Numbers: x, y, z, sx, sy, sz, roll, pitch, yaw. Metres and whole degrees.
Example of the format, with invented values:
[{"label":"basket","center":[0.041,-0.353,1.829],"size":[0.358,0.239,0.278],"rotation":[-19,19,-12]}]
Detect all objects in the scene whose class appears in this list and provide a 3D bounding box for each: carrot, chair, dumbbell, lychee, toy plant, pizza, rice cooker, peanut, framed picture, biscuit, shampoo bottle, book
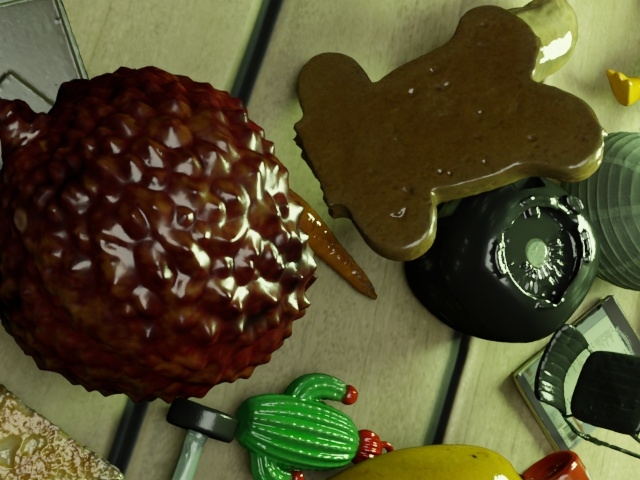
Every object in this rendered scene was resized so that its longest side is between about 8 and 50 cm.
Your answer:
[{"label":"carrot","center":[0.000,0.000,1.777],"size":[0.257,0.061,0.061],"rotation":[40,72,-16]},{"label":"chair","center":[0.431,0.224,1.808],"size":[0.221,0.145,0.140],"rotation":[37,70,-49]},{"label":"dumbbell","center":[-0.186,0.317,1.645],"size":[0.100,0.100,0.191],"rotation":[22,77,-18]},{"label":"lychee","center":[-0.228,-0.020,1.487],"size":[0.500,0.425,0.424],"rotation":[42,70,-33]},{"label":"toy plant","center":[-0.008,0.267,1.728],"size":[0.240,0.088,0.154],"rotation":[-10,89,-27]},{"label":"pizza","center":[-0.377,0.355,1.573],"size":[0.223,0.089,0.323],"rotation":[10,83,-15]},{"label":"rice cooker","center":[0.273,0.021,1.792],"size":[0.267,0.224,0.267],"rotation":[3,82,-22]},{"label":"peanut","center":[0.315,-0.305,1.896],"size":[0.224,0.129,0.129],"rotation":[-35,98,-28]},{"label":"framed picture","center":[-0.415,-0.189,1.652],"size":[0.213,0.016,0.289],"rotation":[-19,92,-23]},{"label":"biscuit","center":[0.165,-0.165,1.739],"size":[0.394,0.076,0.368],"rotation":[-25,59,-5]},{"label":"shampoo bottle","center":[0.419,0.465,1.868],"size":[0.104,0.104,0.278],"rotation":[-34,97,-21]},{"label":"book","center":[0.426,0.215,1.943],"size":[0.231,0.026,0.157],"rotation":[-36,101,-20]}]

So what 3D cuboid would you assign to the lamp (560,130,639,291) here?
[{"label":"lamp","center":[0.496,-0.041,1.886],"size":[0.233,0.233,0.265],"rotation":[-14,95,-22]}]

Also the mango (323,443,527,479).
[{"label":"mango","center":[0.117,0.448,1.690],"size":[0.446,0.232,0.300],"rotation":[-14,96,-13]}]

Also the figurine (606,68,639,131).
[{"label":"figurine","center":[0.640,-0.305,2.001],"size":[0.344,0.187,0.215],"rotation":[-35,107,-15]}]
